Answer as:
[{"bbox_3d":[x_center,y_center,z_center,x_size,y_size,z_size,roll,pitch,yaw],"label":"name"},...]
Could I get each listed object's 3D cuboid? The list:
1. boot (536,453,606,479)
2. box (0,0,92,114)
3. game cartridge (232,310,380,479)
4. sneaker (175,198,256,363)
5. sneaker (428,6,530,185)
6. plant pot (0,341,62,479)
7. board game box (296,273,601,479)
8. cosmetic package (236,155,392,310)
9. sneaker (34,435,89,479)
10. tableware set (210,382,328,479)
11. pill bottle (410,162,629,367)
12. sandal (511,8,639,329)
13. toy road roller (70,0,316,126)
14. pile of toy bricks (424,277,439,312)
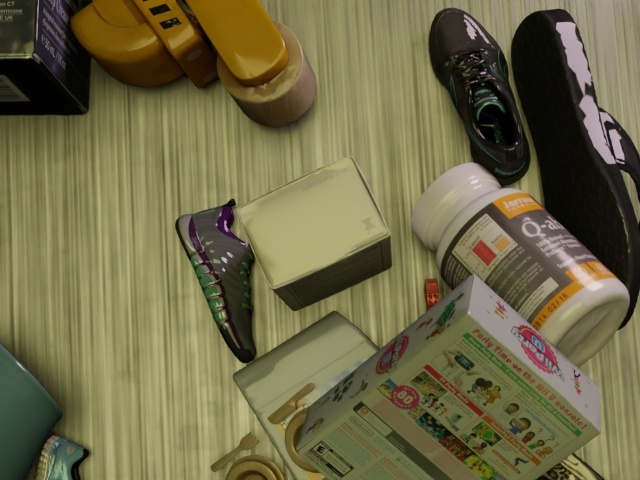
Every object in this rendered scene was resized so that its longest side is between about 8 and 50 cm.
[{"bbox_3d":[0.331,0.397,1.687,0.236,0.085,0.178,43,88,14],"label":"boot"},{"bbox_3d":[-0.438,-0.393,1.736,0.211,0.293,0.396,0,82,3],"label":"box"},{"bbox_3d":[0.039,0.255,1.739,0.198,0.062,0.297,-33,81,2],"label":"game cartridge"},{"bbox_3d":[-0.116,0.052,1.763,0.098,0.083,0.224,-23,80,-5],"label":"sneaker"},{"bbox_3d":[0.224,-0.211,1.765,0.101,0.106,0.267,-22,75,1],"label":"sneaker"},{"bbox_3d":[-0.487,0.252,1.672,0.271,0.272,0.255,41,72,8],"label":"plant pot"},{"bbox_3d":[0.154,0.219,1.570,0.224,0.097,0.303,42,119,-12],"label":"board game box"},{"bbox_3d":[0.000,0.000,1.647,0.160,0.309,0.113,-24,80,-1],"label":"cosmetic package"},{"bbox_3d":[-0.353,0.349,1.741,0.073,0.063,0.162,11,83,1],"label":"sneaker"},{"bbox_3d":[-0.049,0.296,1.692,0.194,0.039,0.128,-40,80,12],"label":"tableware set"},{"bbox_3d":[0.251,0.033,1.670,0.162,0.162,0.278,-40,59,-3],"label":"pill bottle"},{"bbox_3d":[0.370,-0.101,1.727,0.107,0.167,0.446,-7,80,-23],"label":"sandal"},{"bbox_3d":[-0.182,-0.271,1.753,0.240,0.202,0.329,-35,77,1],"label":"toy road roller"},{"bbox_3d":[0.192,0.153,1.718,0.118,0.105,0.212,-4,82,2],"label":"pile of toy bricks"}]
